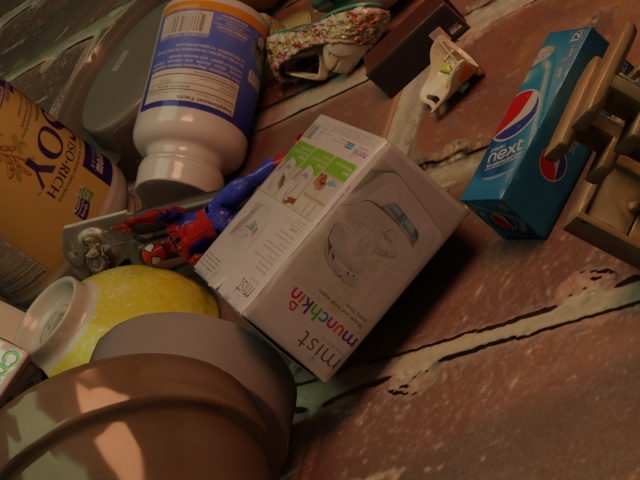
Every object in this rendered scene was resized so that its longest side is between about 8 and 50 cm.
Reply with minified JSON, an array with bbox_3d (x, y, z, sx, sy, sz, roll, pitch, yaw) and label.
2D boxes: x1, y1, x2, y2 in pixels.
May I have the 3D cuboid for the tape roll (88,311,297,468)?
[{"bbox_3d":[-0.136,0.171,1.774,0.219,0.219,0.072,-31,32,34],"label":"tape roll"}]

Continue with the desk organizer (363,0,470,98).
[{"bbox_3d":[0.113,-0.237,2.082,0.130,0.047,0.050,-41,26,19],"label":"desk organizer"}]

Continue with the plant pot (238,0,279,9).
[{"bbox_3d":[-0.105,-0.466,2.473,0.203,0.291,0.291,-58,23,24],"label":"plant pot"}]

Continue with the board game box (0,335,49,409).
[{"bbox_3d":[-0.353,0.262,1.694,0.053,0.193,0.305,23,69,23],"label":"board game box"}]

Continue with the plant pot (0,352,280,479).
[{"bbox_3d":[-0.154,0.310,1.582,0.323,0.323,0.280,-45,43,12],"label":"plant pot"}]

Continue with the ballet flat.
[{"bbox_3d":[0.012,-0.247,2.233,0.241,0.091,0.077,-9,79,58],"label":"ballet flat"}]

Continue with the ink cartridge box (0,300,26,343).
[{"bbox_3d":[-0.473,0.225,2.271,0.273,0.115,0.198,-44,23,47],"label":"ink cartridge box"}]

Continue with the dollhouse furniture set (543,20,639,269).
[{"bbox_3d":[0.307,-0.087,1.428,0.161,0.212,0.242,-63,2,-18],"label":"dollhouse furniture set"}]

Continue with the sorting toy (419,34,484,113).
[{"bbox_3d":[0.142,-0.181,1.978,0.075,0.045,0.083,-53,27,14],"label":"sorting toy"}]

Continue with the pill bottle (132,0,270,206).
[{"bbox_3d":[-0.161,-0.175,2.290,0.152,0.152,0.272,-18,55,48],"label":"pill bottle"}]

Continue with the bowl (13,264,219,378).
[{"bbox_3d":[-0.275,0.131,2.106,0.289,0.156,0.289,-37,30,26],"label":"bowl"}]

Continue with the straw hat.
[{"bbox_3d":[-0.085,-0.282,2.422,0.144,0.061,0.144,-36,31,27],"label":"straw hat"}]

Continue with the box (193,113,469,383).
[{"bbox_3d":[0.000,0.000,1.827,0.231,0.127,0.262,-51,18,-3],"label":"box"}]

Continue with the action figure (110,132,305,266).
[{"bbox_3d":[-0.125,-0.026,2.032,0.280,0.091,0.139,-28,-1,34],"label":"action figure"}]

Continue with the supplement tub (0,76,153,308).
[{"bbox_3d":[-0.413,-0.057,2.354,0.241,0.331,0.241,-37,31,27],"label":"supplement tub"}]

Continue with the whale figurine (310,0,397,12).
[{"bbox_3d":[0.050,-0.397,2.267,0.216,0.141,0.272,-47,23,7],"label":"whale figurine"}]

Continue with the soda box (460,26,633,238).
[{"bbox_3d":[0.225,-0.107,1.721,0.067,0.071,0.210,0,56,56],"label":"soda box"}]

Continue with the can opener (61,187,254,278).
[{"bbox_3d":[-0.198,-0.015,2.197,0.283,0.076,0.095,-13,11,23],"label":"can opener"}]

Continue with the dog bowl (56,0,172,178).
[{"bbox_3d":[-0.244,-0.241,2.573,0.349,0.102,0.348,-37,30,25],"label":"dog bowl"}]
